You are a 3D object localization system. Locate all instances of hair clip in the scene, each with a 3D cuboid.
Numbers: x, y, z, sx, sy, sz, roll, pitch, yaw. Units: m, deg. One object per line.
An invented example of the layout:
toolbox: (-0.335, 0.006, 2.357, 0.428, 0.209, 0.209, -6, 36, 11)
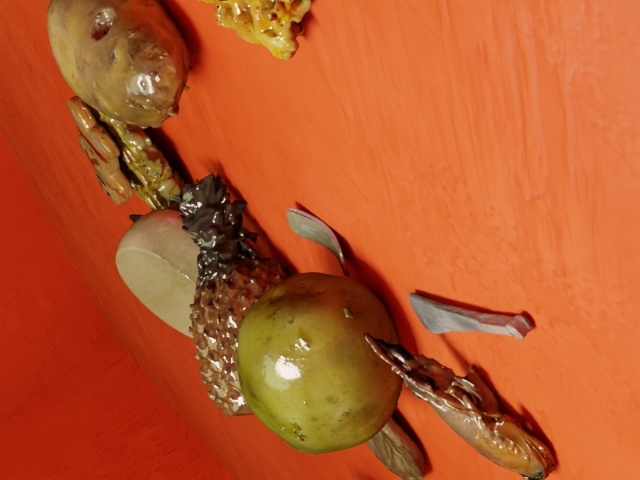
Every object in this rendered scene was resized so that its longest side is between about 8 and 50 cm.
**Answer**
hair clip: (0.001, -0.001, 1.697, 0.137, 0.022, 0.054, 38, 157, 47)

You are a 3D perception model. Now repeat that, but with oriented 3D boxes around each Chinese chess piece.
Chinese chess piece: (-0.214, 0.059, 2.136, 0.250, 0.101, 0.250, 30, 153, 17)

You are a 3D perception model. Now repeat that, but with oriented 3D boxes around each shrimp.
shrimp: (0.168, 0.174, 1.500, 0.262, 0.066, 0.117, 41, 151, -5)

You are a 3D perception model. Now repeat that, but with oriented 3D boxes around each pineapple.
pineapple: (-0.121, 0.079, 1.946, 0.362, 0.202, 0.202, 67, 164, -2)

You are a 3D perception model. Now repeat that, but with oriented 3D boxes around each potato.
potato: (-0.257, -0.248, 1.733, 0.296, 0.141, 0.192, 37, 140, 51)
potato: (0.002, 0.162, 1.695, 0.216, 0.216, 0.304, 47, 171, 26)

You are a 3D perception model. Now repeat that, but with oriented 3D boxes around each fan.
fan: (0.160, 0.088, 1.415, 0.057, 0.023, 0.282, 59, 166, -11)

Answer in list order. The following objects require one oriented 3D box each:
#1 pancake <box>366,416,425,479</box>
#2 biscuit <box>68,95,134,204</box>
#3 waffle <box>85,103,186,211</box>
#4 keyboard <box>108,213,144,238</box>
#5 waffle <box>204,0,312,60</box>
pancake: (0.086, 0.285, 2.016, 0.222, 0.042, 0.236, 44, 165, 21)
biscuit: (-0.370, -0.136, 2.241, 0.153, 0.030, 0.234, 52, 163, 23)
waffle: (-0.297, -0.130, 2.231, 0.297, 0.073, 0.317, 43, 163, 34)
keyboard: (-0.300, -0.008, 2.369, 0.103, 0.041, 0.381, 47, 161, -15)
waffle: (-0.106, -0.321, 1.274, 0.307, 0.060, 0.312, 52, 166, 6)
